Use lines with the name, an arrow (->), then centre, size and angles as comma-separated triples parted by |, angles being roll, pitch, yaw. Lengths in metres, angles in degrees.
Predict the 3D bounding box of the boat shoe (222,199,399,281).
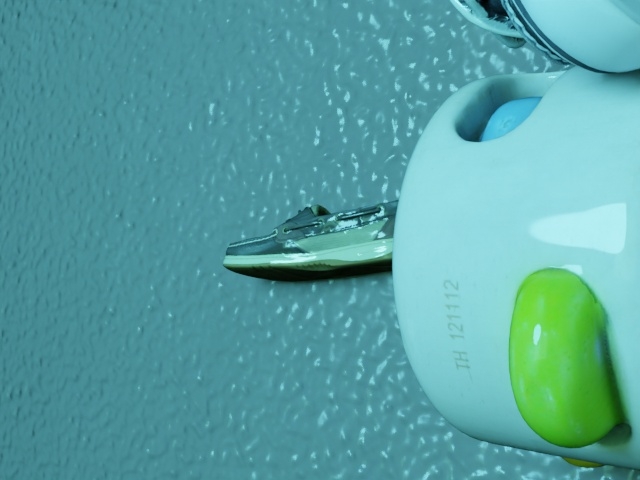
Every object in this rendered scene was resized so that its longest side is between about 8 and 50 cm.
boat shoe -> 0.000, 0.000, 0.640 | 0.152, 0.056, 0.049 | -5, 75, 27

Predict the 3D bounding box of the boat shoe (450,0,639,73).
boat shoe -> 0.111, -0.146, 0.463 | 0.102, 0.108, 0.301 | -43, 19, 33

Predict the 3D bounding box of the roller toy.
roller toy -> 0.131, 0.011, 0.449 | 0.146, 0.209, 0.191 | 1, 73, 39
